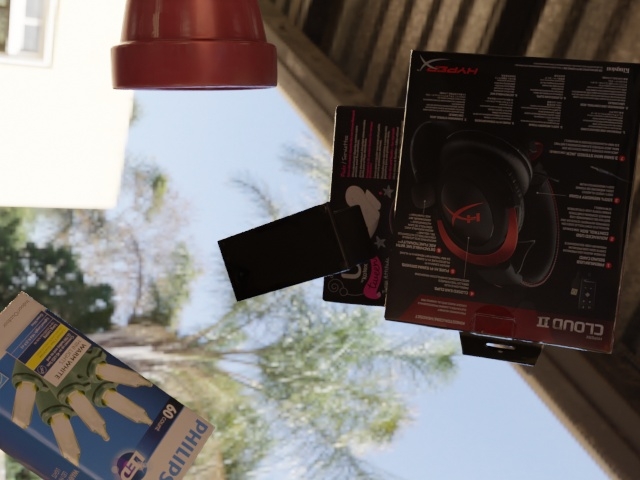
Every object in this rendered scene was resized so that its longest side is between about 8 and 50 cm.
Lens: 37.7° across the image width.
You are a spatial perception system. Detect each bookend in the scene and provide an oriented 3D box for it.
[{"bbox_3d":[0.000,0.000,1.028,0.157,0.156,0.072,-18,-89,37],"label":"bookend"}]

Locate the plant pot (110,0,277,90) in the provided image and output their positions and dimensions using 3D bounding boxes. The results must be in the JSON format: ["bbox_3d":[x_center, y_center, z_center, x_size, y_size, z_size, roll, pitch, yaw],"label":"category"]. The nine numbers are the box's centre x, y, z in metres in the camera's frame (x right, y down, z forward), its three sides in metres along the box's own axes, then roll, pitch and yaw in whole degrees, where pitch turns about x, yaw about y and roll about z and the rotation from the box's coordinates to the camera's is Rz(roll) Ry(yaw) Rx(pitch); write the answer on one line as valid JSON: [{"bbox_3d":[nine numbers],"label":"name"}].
[{"bbox_3d":[-0.154,-0.272,1.129,0.201,0.201,0.180,12,-75,62],"label":"plant pot"}]

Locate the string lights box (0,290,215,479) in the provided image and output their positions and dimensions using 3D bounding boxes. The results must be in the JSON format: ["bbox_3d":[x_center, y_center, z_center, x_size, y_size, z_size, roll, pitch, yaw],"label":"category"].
[{"bbox_3d":[-0.260,0.188,1.003,0.077,0.259,0.133,-51,-175,46],"label":"string lights box"}]

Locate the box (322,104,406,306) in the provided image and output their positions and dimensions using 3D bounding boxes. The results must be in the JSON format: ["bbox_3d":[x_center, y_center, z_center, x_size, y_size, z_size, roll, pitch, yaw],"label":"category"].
[{"bbox_3d":[0.093,-0.041,1.213,0.163,0.142,0.247,2,93,-75],"label":"box"}]

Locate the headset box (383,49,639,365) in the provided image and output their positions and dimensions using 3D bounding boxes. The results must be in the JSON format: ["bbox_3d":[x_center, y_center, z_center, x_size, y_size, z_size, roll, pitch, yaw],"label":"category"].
[{"bbox_3d":[0.187,-0.026,0.906,0.218,0.110,0.293,6,-85,18],"label":"headset box"}]
